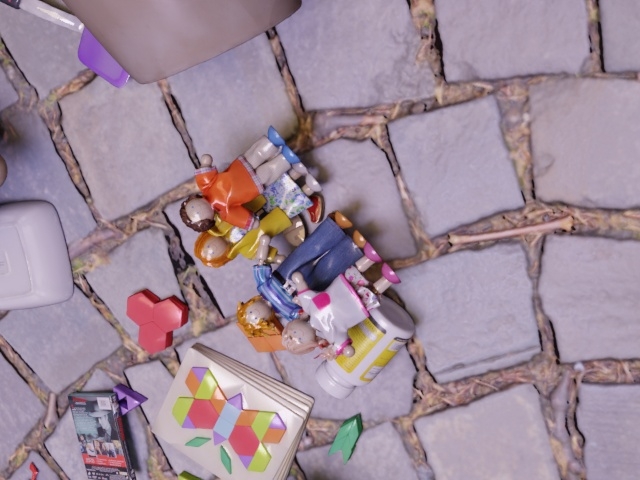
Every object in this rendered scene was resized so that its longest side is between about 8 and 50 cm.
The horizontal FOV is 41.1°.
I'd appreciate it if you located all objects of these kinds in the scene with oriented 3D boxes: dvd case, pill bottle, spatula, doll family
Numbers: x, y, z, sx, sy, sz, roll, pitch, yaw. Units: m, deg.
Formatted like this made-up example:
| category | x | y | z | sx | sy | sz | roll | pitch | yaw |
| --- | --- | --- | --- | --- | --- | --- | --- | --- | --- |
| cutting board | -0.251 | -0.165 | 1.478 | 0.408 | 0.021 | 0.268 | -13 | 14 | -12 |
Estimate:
| category | x | y | z | sx | sy | sz | roll | pitch | yaw |
| --- | --- | --- | --- | --- | --- | --- | --- | --- | --- |
| dvd case | -0.285 | 0.256 | 1.110 | 0.087 | 0.013 | 0.119 | -7 | 100 | 36 |
| pill bottle | 0.046 | 0.120 | 0.949 | 0.065 | 0.065 | 0.116 | 41 | 110 | 8 |
| spatula | -0.335 | -0.279 | 1.023 | 0.297 | 0.030 | 0.084 | 28 | 108 | 13 |
| doll family | -0.042 | 0.017 | 0.923 | 0.163 | 0.118 | 0.263 | -40 | 83 | 1 |

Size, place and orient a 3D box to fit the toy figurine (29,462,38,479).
| category | x | y | z | sx | sy | sz | roll | pitch | yaw |
| --- | --- | --- | --- | --- | --- | --- | --- | --- | --- |
| toy figurine | -0.550 | 0.445 | 1.143 | 0.363 | 0.217 | 0.191 | -12 | 97 | 21 |

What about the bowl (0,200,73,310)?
| category | x | y | z | sx | sy | sz | roll | pitch | yaw |
| --- | --- | --- | --- | --- | --- | --- | --- | --- | --- |
| bowl | -0.398 | 0.024 | 1.095 | 0.142 | 0.053 | 0.141 | -7 | 97 | 22 |

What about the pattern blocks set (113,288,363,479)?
| category | x | y | z | sx | sy | sz | roll | pitch | yaw |
| --- | --- | --- | --- | --- | --- | --- | --- | --- | --- |
| pattern blocks set | -0.111 | 0.219 | 1.046 | 0.325 | 0.026 | 0.285 | 15 | 105 | 16 |

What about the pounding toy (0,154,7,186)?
| category | x | y | z | sx | sy | sz | roll | pitch | yaw |
| --- | --- | --- | --- | --- | --- | --- | --- | --- | --- |
| pounding toy | -0.459 | -0.145 | 1.045 | 0.237 | 0.110 | 0.183 | 4 | 139 | 53 |

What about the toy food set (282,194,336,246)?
| category | x | y | z | sx | sy | sz | roll | pitch | yaw |
| --- | --- | --- | --- | --- | --- | --- | --- | --- | --- |
| toy food set | 0.000 | 0.000 | 0.968 | 0.078 | 0.019 | 0.122 | -20 | 86 | 21 |

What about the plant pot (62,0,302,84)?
| category | x | y | z | sx | sy | sz | roll | pitch | yaw |
| --- | --- | --- | --- | --- | --- | --- | --- | --- | --- |
| plant pot | -0.162 | -0.318 | 0.833 | 0.323 | 0.323 | 0.280 | -17 | 111 | 22 |
